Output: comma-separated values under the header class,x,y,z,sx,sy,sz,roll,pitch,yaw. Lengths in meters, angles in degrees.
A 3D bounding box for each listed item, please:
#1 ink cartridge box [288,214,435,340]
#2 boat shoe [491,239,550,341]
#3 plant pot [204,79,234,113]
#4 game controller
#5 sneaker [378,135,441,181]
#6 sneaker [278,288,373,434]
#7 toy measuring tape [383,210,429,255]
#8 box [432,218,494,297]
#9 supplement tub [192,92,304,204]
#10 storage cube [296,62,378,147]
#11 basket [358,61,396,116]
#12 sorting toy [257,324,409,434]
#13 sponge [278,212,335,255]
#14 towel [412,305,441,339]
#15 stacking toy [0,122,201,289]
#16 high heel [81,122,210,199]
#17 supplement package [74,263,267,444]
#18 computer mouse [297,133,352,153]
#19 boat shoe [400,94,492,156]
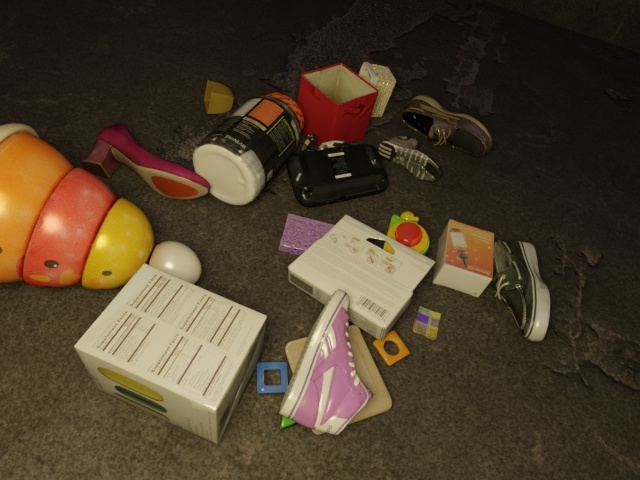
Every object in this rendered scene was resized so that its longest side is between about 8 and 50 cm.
class,x,y,z,sx,sy,sz,roll,pitch,yaw
ink cartridge box,0.099,0.076,1.088,0.275,0.060,0.239,30,51,23
boat shoe,0.508,0.123,1.178,0.119,0.121,0.335,10,38,6
plant pot,-0.339,-0.478,1.514,0.083,0.081,0.081,-1,49,-26
game controller,0.057,-0.200,1.342,0.319,0.067,0.166,-13,73,-27
sneaker,0.318,-0.290,1.493,0.229,0.086,0.132,33,49,17
sneaker,0.041,0.246,0.913,0.161,0.102,0.282,23,63,0
toy measuring tape,0.212,0.057,1.163,0.121,0.121,0.330,18,57,3
box,0.388,0.046,1.216,0.130,0.091,0.170,18,49,3
supplement tub,-0.190,-0.275,1.286,0.207,0.207,0.338,25,49,9
storage cube,0.046,-0.437,1.485,0.183,0.193,0.215,-28,62,-31
basket,0.190,-0.540,1.624,0.103,0.167,0.113,-2,51,-20
sorting toy,0.036,0.293,0.962,0.348,0.047,0.196,-11,58,-20
sponge,0.000,0.000,1.210,0.210,0.031,0.117,14,49,-1
towel,0.264,0.203,1.109,0.060,0.009,0.083,22,49,7
stacking toy,-0.490,-0.008,0.972,0.480,0.350,0.350,20,47,-15
high heel,-0.455,-0.234,1.239,0.377,0.127,0.181,17,59,6
supplement package,-0.267,0.217,0.856,0.263,0.199,0.198,22,50,6
computer mouse,0.026,-0.291,1.430,0.193,0.106,0.042,2,56,-22
boat shoe,0.429,-0.384,1.584,0.130,0.132,0.355,-37,57,-24
